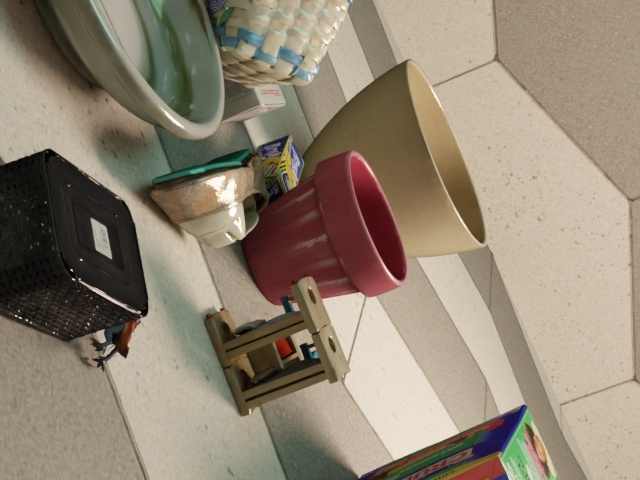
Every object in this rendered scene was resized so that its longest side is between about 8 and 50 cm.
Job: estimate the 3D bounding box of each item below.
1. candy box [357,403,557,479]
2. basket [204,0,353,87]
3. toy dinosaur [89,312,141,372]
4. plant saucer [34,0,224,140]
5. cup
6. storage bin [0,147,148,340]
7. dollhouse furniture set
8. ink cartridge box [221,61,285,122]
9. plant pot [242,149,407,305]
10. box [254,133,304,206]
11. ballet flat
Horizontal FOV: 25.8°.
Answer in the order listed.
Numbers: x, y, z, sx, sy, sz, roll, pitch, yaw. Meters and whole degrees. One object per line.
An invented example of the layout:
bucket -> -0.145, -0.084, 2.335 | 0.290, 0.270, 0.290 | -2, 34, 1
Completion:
candy box -> 0.154, 0.342, 1.802 | 0.122, 0.268, 0.317 | 64, 15, 0
basket -> -0.066, -0.357, 1.869 | 0.201, 0.255, 0.289 | 25, 78, -30
toy dinosaur -> -0.189, 0.092, 1.357 | 0.082, 0.090, 0.047 | -42, 131, -41
plant saucer -> -0.245, -0.289, 1.618 | 0.400, 0.100, 0.400 | 58, 18, -32
cup -> 0.105, -0.101, 2.310 | 0.331, 0.237, 0.331 | 59, 17, -30
storage bin -> -0.233, 0.008, 1.251 | 0.180, 0.084, 0.122 | 41, 33, -65
dollhouse furniture set -> -0.037, 0.118, 1.718 | 0.129, 0.129, 0.184 | 68, 16, 0
ink cartridge box -> -0.129, -0.264, 2.039 | 0.175, 0.072, 0.127 | 68, 15, 0
plant pot -> 0.000, 0.000, 1.913 | 0.201, 0.180, 0.201 | 59, 17, -30
box -> -0.068, -0.098, 2.045 | 0.169, 0.059, 0.054 | -76, 144, -65
ballet flat -> -0.120, -0.049, 1.723 | 0.316, 0.107, 0.106 | -33, 108, -73
